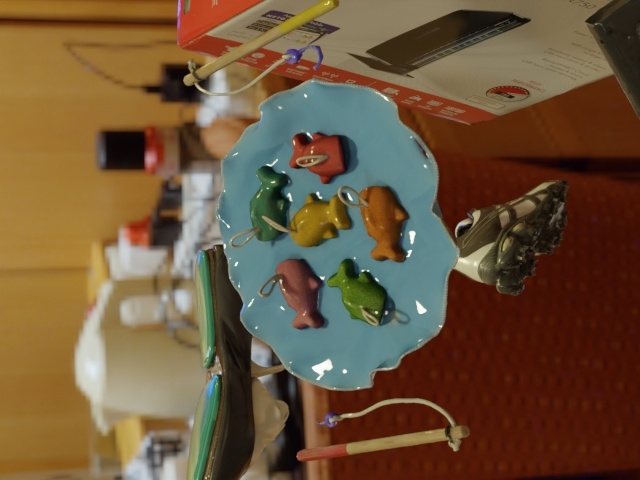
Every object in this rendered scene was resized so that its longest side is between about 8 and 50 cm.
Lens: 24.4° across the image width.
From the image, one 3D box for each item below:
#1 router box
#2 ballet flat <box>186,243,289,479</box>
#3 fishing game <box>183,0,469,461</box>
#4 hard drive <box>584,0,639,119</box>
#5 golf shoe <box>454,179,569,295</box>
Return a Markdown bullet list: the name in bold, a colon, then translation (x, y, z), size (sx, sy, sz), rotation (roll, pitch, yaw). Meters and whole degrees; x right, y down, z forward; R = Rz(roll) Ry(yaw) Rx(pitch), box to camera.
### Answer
- **router box**: translation (0.100, -0.201, 1.230), size (0.301, 0.335, 0.082), rotation (-17, 67, 52)
- **ballet flat**: translation (-0.055, 0.097, 1.036), size (0.074, 0.074, 0.203), rotation (124, 150, -60)
- **fishing game**: translation (0.000, 0.000, 0.858), size (0.189, 0.041, 0.264), rotation (-15, 88, 44)
- **hard drive**: translation (0.247, -0.116, 0.983), size (0.135, 0.094, 0.022), rotation (55, 176, -21)
- **golf shoe**: translation (0.186, -0.017, 1.465), size (0.198, 0.094, 0.077), rotation (-36, -47, -56)
